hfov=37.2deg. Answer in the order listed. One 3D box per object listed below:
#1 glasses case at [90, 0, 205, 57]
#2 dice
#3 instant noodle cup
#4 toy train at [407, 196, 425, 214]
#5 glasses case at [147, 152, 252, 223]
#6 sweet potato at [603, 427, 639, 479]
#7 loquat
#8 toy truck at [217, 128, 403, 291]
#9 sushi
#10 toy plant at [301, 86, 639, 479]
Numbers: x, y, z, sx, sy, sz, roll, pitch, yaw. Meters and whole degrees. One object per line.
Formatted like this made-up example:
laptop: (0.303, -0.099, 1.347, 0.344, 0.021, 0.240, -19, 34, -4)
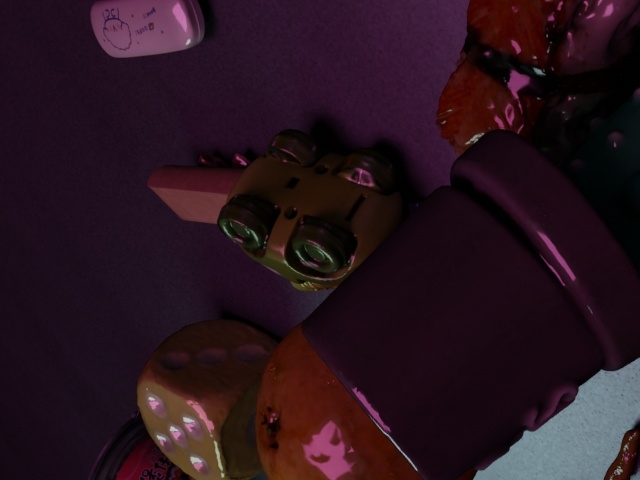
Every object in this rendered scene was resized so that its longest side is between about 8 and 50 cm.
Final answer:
glasses case: (-0.210, -0.262, 1.141, 0.197, 0.049, 0.076, 7, 122, 44)
dice: (-0.139, 0.222, 1.327, 0.169, 0.166, 0.169, 21, 130, 35)
instant noodle cup: (-0.241, 0.429, 1.547, 0.181, 0.258, 0.303, 13, 99, 23)
toy train: (0.110, -0.006, 1.016, 0.017, 0.017, 0.083, 5, 120, 37)
glasses case: (-0.112, -0.060, 1.186, 0.193, 0.070, 0.102, 7, 149, 42)
sweet potato: (0.309, 0.227, 0.970, 0.026, 0.026, 0.115, 29, 130, 30)
loquat: (0.053, 0.193, 1.057, 0.263, 0.263, 0.263, 27, 134, 32)
toy truck: (0.008, -0.006, 1.036, 0.187, 0.148, 0.211, 8, 143, 40)
sushi: (0.182, -0.149, 0.748, 0.124, 0.130, 0.332, 51, 141, 38)
toy plant: (0.187, -0.006, 0.665, 0.185, 0.400, 0.279, 50, 177, 31)
